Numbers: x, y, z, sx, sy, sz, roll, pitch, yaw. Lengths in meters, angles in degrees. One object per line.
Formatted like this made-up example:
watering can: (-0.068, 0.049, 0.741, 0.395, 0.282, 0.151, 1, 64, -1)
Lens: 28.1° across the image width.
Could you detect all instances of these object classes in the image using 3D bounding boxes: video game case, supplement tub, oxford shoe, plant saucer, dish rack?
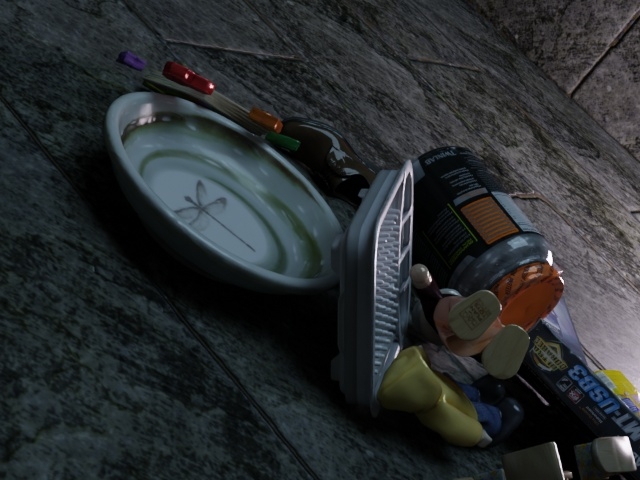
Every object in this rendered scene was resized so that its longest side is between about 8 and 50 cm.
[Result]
video game case: (0.387, 0.117, 2.360, 0.196, 0.026, 0.274, 31, 25, -18)
supplement tub: (0.263, 0.004, 2.172, 0.193, 0.193, 0.316, 12, 35, -46)
oxford shoe: (0.021, -0.133, 2.215, 0.227, 0.083, 0.096, 34, 28, -8)
plant saucer: (-0.145, -0.044, 1.786, 0.400, 0.100, 0.400, 31, 25, -16)
dish rack: (0.071, 0.057, 1.764, 0.072, 0.285, 0.333, 5, 21, 10)

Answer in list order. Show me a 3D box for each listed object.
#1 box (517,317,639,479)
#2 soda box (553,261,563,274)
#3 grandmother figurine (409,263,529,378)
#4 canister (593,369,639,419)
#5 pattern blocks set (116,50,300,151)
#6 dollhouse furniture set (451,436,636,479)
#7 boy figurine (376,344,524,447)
box: (0.413, 0.260, 1.938, 0.295, 0.073, 0.293, 46, 1, 14)
soda box: (0.373, 0.066, 2.321, 0.058, 0.063, 0.183, 46, 24, 19)
grandmother figurine: (0.196, 0.118, 1.844, 0.208, 0.104, 0.342, 58, -6, -1)
canister: (0.521, 0.300, 2.157, 0.126, 0.073, 0.170, 8, 36, -50)
pattern blocks set: (-0.175, -0.212, 1.985, 0.325, 0.026, 0.285, 26, -4, -41)
dollhouse furniture set: (0.260, 0.364, 1.499, 0.161, 0.212, 0.242, 10, 63, -51)
boy figurine: (0.164, 0.205, 1.748, 0.285, 0.092, 0.177, 28, 22, -51)
